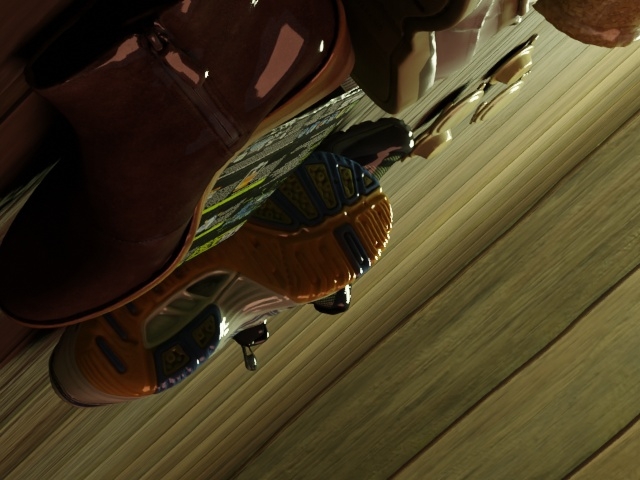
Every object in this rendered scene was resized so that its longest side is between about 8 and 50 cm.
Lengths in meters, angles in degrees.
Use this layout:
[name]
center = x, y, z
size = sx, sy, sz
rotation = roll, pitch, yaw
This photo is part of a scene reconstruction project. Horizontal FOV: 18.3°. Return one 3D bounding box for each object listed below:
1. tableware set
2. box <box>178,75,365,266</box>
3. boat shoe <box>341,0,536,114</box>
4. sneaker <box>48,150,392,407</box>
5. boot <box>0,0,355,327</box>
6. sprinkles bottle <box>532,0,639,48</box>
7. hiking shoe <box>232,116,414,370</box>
[tableware set]
center = 0.149, -0.132, 1.923
size = 0.168, 0.020, 0.141
rotation = -35, 169, -25
[box]
center = -0.067, -0.042, 1.286
size = 0.184, 0.045, 0.190
rotation = -43, 174, 36
[boat shoe]
center = 0.062, -0.157, 0.972
size = 0.103, 0.113, 0.302
rotation = -36, 175, -11
[sneaker]
center = -0.081, 0.027, 1.475
size = 0.296, 0.112, 0.131
rotation = -28, 180, -33
[boot]
center = -0.102, -0.058, 0.972
size = 0.248, 0.090, 0.207
rotation = -40, 161, 8
[sprinkles bottle]
center = 0.259, -0.268, 1.279
size = 0.121, 0.121, 0.355
rotation = -34, 171, -39
[hiking shoe]
center = 0.000, 0.000, 1.585
size = 0.227, 0.114, 0.086
rotation = -41, 173, 3
